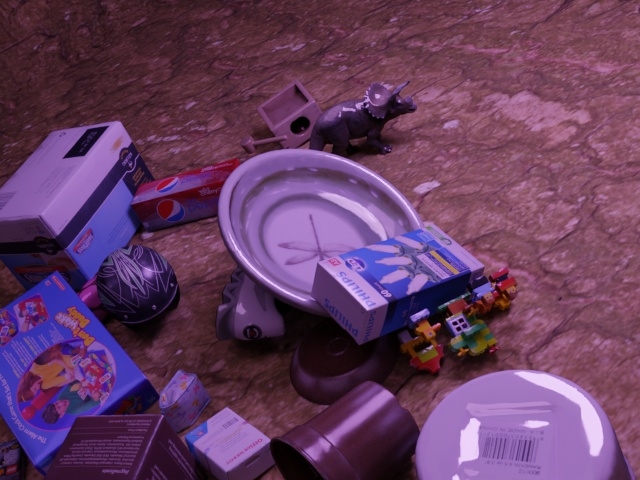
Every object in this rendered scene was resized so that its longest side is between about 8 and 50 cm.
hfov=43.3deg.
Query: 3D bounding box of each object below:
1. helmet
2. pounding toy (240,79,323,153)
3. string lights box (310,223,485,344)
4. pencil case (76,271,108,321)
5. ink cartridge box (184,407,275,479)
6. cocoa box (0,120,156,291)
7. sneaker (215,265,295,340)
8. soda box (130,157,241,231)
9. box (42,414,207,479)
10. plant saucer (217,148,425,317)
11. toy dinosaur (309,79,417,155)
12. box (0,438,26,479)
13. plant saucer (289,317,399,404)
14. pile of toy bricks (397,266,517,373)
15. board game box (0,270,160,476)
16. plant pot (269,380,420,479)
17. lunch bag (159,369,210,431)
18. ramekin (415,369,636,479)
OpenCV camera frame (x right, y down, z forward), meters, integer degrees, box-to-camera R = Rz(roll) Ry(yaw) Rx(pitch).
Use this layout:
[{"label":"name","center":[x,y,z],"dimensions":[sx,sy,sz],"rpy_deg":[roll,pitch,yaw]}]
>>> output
[{"label":"helmet","center":[-0.363,0.090,1.602],"dimensions":[0.169,0.161,0.169],"rpy_deg":[0,69,-1]},{"label":"pounding toy","center":[-0.089,-0.264,1.960],"dimensions":[0.206,0.094,0.181],"rpy_deg":[-35,41,2]},{"label":"string lights box","center":[0.128,0.067,1.326],"dimensions":[0.260,0.076,0.133],"rpy_deg":[-17,45,-35]},{"label":"pencil case","center":[-0.506,0.154,1.681],"dimensions":[0.209,0.095,0.098],"rpy_deg":[-45,17,-28]},{"label":"ink cartridge box","center":[-0.141,0.328,1.269],"dimensions":[0.088,0.052,0.122],"rpy_deg":[-30,33,-30]},{"label":"cocoa box","center":[-0.577,-0.078,1.884],"dimensions":[0.231,0.228,0.347],"rpy_deg":[-3,41,28]},{"label":"sneaker","center":[-0.089,0.071,1.539],"dimensions":[0.146,0.122,0.330],"rpy_deg":[4,41,7]},{"label":"soda box","center":[-0.299,-0.104,1.873],"dimensions":[0.263,0.092,0.083],"rpy_deg":[-13,36,16]},{"label":"box","center":[-0.301,0.388,1.201],"dimensions":[0.167,0.168,0.203],"rpy_deg":[-5,40,23]},{"label":"plant saucer","center":[0.000,0.000,1.476],"dimensions":[0.401,0.100,0.400],"rpy_deg":[12,46,-13]},{"label":"toy dinosaur","center":[0.064,-0.255,1.796],"dimensions":[0.314,0.160,0.121],"rpy_deg":[-17,37,8]},{"label":"box","center":[-0.597,0.409,1.438],"dimensions":[0.137,0.027,0.094],"rpy_deg":[-16,32,-6]},{"label":"plant saucer","center":[0.034,0.188,1.371],"dimensions":[0.199,0.036,0.198],"rpy_deg":[-15,38,12]},{"label":"pile of toy bricks","center":[0.238,0.138,1.277],"dimensions":[0.212,0.118,0.105],"rpy_deg":[-25,68,-15]},{"label":"board game box","center":[-0.492,0.239,1.495],"dimensions":[0.233,0.078,0.347],"rpy_deg":[-38,54,-18]},{"label":"plant pot","center":[0.044,0.296,1.139],"dimensions":[0.165,0.167,0.167],"rpy_deg":[-35,37,-26]},{"label":"lunch bag","center":[-0.240,0.277,1.387],"dimensions":[0.053,0.071,0.083],"rpy_deg":[7,47,34]},{"label":"ramekin","center":[0.254,0.297,1.028],"dimensions":[0.277,0.135,0.277],"rpy_deg":[-15,37,12]}]
